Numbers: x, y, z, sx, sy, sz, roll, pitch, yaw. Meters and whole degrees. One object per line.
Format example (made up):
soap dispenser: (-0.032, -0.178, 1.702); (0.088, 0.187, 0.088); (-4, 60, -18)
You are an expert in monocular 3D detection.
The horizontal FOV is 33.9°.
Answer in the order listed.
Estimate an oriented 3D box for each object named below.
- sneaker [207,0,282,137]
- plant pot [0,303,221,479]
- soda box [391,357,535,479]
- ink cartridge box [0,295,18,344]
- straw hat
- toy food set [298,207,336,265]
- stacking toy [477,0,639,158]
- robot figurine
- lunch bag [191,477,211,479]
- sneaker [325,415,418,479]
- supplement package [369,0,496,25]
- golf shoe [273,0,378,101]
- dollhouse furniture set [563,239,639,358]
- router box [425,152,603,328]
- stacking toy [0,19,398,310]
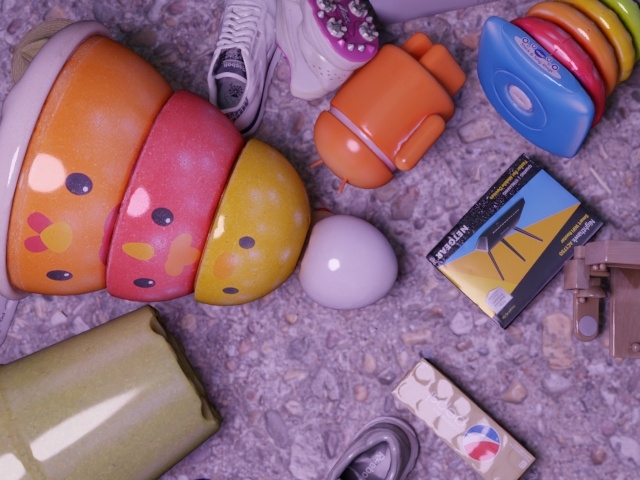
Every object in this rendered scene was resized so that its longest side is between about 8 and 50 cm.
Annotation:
sneaker: (-0.101, -0.256, 1.379); (0.090, 0.095, 0.235); (3, 81, 13)
plant pot: (-0.271, 0.217, 1.287); (0.253, 0.276, 0.276); (-31, 78, -6)
soda box: (0.174, 0.224, 1.281); (0.181, 0.058, 0.061); (42, 92, 12)
ink cartridge box: (-0.526, 0.028, 1.422); (0.237, 0.100, 0.172); (19, 87, 13)
straw hat: (-0.375, -0.250, 1.449); (0.144, 0.061, 0.145); (-1, 83, 11)
toy food set: (0.000, 0.000, 1.363); (0.083, 0.020, 0.083); (-20, 79, 9)
stacking toy: (0.349, -0.262, 1.279); (0.302, 0.166, 0.175); (-40, 73, -11)
robot figurine: (0.079, -0.156, 1.315); (0.158, 0.128, 0.219); (44, 91, 9)
lunch bag: (-0.179, 0.346, 1.331); (0.098, 0.065, 0.067); (-23, 79, 7)
sneaker: (0.021, 0.328, 1.266); (0.099, 0.121, 0.263); (29, 89, 14)
supplement package: (0.172, -0.411, 1.290); (0.262, 0.199, 0.198); (-10, 81, 10)
golf shoe: (-0.026, -0.315, 1.357); (0.140, 0.115, 0.306); (-50, 44, 43)
dollhouse furniture set: (0.352, 0.071, 1.195); (0.144, 0.151, 0.123); (4, 84, -13)
router box: (0.239, 0.002, 1.302); (0.133, 0.046, 0.179); (43, 92, 13)
stacking toy: (-0.132, -0.038, 1.269); (0.479, 0.350, 0.351); (17, 86, 1)
